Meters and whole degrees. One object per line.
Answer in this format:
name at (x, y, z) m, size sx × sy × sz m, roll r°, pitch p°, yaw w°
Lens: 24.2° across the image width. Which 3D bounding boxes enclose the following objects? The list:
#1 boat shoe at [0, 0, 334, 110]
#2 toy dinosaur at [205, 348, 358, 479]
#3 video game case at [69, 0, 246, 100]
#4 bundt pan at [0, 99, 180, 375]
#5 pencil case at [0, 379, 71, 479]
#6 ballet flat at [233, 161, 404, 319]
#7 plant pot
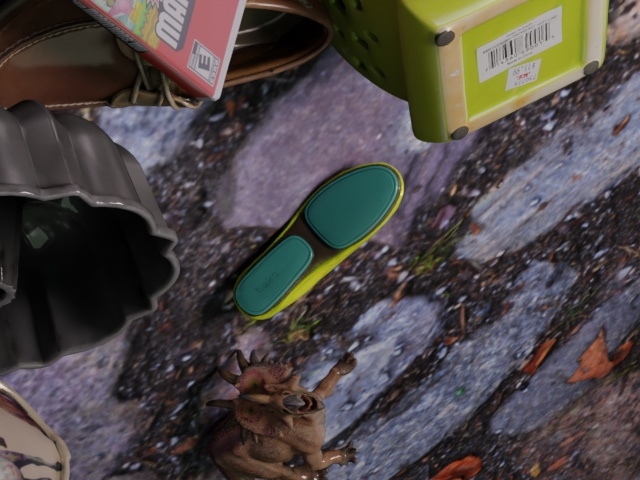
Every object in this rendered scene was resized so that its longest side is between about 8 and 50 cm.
boat shoe at (-0.133, -0.170, 1.250) m, size 0.324 × 0.116 × 0.123 m, roll -21°, pitch 142°, yaw -23°
toy dinosaur at (-0.069, 0.224, 1.757) m, size 0.200 × 0.127 × 0.296 m, roll 8°, pitch 137°, yaw -37°
video game case at (-0.138, -0.256, 1.112) m, size 0.285 × 0.025 × 0.204 m, roll 35°, pitch 63°, yaw -51°
bundt pan at (-0.289, -0.004, 1.237) m, size 0.330 × 0.124 × 0.331 m, roll -13°, pitch 153°, yaw -7°
pencil case at (-0.421, 0.265, 1.352) m, size 0.410 × 0.160 × 0.183 m, roll -36°, pitch 140°, yaw 28°
ballet flat at (0.000, 0.000, 1.613) m, size 0.231 × 0.077 × 0.077 m, roll -42°, pitch 166°, yaw 10°
plant pot at (0.127, -0.233, 1.302) m, size 0.228 × 0.207 × 0.227 m, roll -26°, pitch 148°, yaw -8°
